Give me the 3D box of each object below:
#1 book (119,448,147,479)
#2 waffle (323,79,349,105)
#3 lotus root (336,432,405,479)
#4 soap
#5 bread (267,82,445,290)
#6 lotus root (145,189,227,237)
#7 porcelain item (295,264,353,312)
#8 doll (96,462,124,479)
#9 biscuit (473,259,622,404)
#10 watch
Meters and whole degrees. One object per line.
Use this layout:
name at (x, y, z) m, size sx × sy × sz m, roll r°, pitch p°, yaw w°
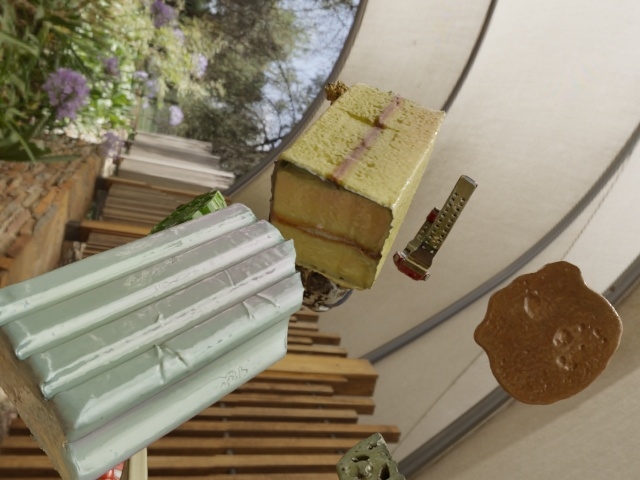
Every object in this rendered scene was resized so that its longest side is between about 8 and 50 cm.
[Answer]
book at (-0.262, 0.424, 0.708) m, size 0.202 × 0.027 × 0.264 m, roll -110°, pitch -143°, yaw -50°
waffle at (0.098, -0.349, 1.440) m, size 0.193 × 0.197 × 0.070 m, roll 42°, pitch -86°, yaw 26°
lotus root at (0.112, 0.486, 1.081) m, size 0.235 × 0.138 × 0.119 m, roll -87°, pitch 160°, yaw -88°
soap at (-0.144, 0.076, 0.529) m, size 0.172 × 0.289 × 0.095 m, roll 34°, pitch -49°, yaw 30°
bread at (0.058, -0.082, 0.771) m, size 0.264 × 0.167 × 0.163 m, roll -53°, pitch 161°, yaw -42°
lotus root at (-0.246, 0.008, 1.149) m, size 0.186 × 0.186 × 0.186 m, roll -172°, pitch -90°, yaw -70°
porcelain item at (0.000, 0.000, 1.139) m, size 0.186 × 0.137 × 0.289 m, roll -55°, pitch 142°, yaw -83°
doll at (-0.393, 0.508, 0.937) m, size 0.337 × 0.105 × 0.200 m, roll -100°, pitch -157°, yaw -52°
biscuit at (0.647, 0.270, 1.564) m, size 0.365 × 0.385 × 0.062 m, roll 53°, pitch 3°, yaw 5°
watch at (0.278, -0.029, 1.323) m, size 0.269 × 0.102 × 0.165 m, roll -59°, pitch 180°, yaw 2°
